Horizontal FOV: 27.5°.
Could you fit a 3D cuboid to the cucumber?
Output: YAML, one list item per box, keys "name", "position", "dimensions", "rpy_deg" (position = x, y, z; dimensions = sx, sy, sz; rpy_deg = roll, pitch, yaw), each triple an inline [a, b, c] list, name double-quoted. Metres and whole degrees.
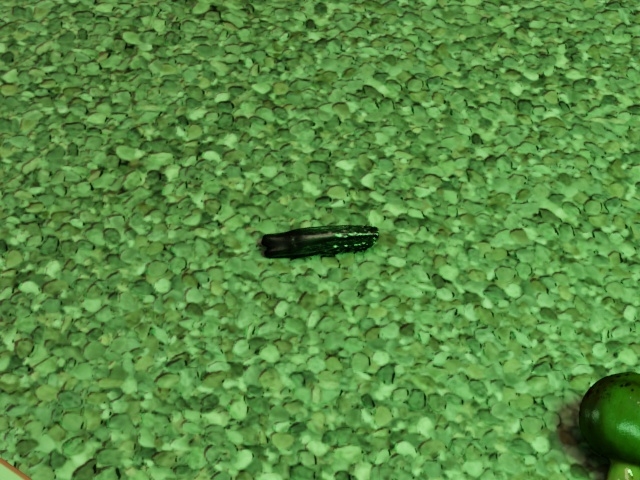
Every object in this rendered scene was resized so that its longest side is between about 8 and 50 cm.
- name: "cucumber"
  position: [0.000, -0.001, 1.494]
  dimensions: [0.134, 0.034, 0.033]
  rpy_deg: [-4, 57, -10]

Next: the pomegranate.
- name: "pomegranate"
  position: [0.317, 0.204, 1.335]
  dimensions: [0.114, 0.114, 0.142]
  rpy_deg: [14, 80, 4]

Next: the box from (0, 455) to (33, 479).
- name: "box"
  position: [-0.283, 0.368, 0.991]
  dimensions: [0.300, 0.314, 0.312]
  rpy_deg: [31, 54, 14]
